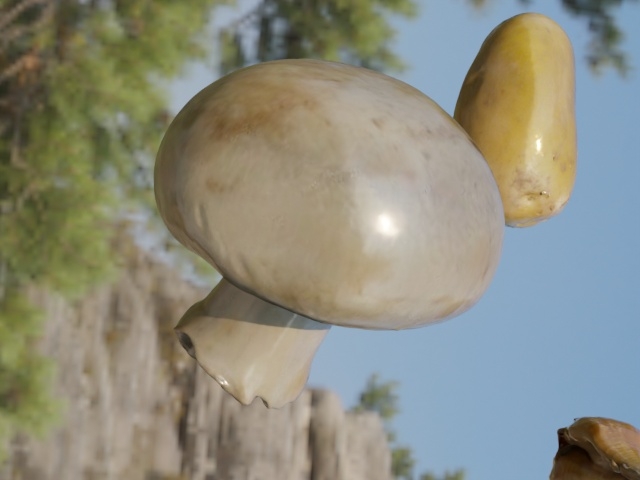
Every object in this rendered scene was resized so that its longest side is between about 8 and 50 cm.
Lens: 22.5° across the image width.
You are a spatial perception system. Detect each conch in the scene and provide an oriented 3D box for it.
[{"bbox_3d":[0.282,0.214,1.483,0.330,0.093,0.109,150,-66,-77],"label":"conch"}]

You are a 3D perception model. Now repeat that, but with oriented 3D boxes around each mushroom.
[{"bbox_3d":[0.000,0.000,1.349,0.297,0.297,0.290,-112,-143,-64],"label":"mushroom"}]

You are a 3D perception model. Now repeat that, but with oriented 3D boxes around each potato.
[{"bbox_3d":[0.207,-0.128,1.675,0.150,0.146,0.234,140,-45,-62],"label":"potato"}]
